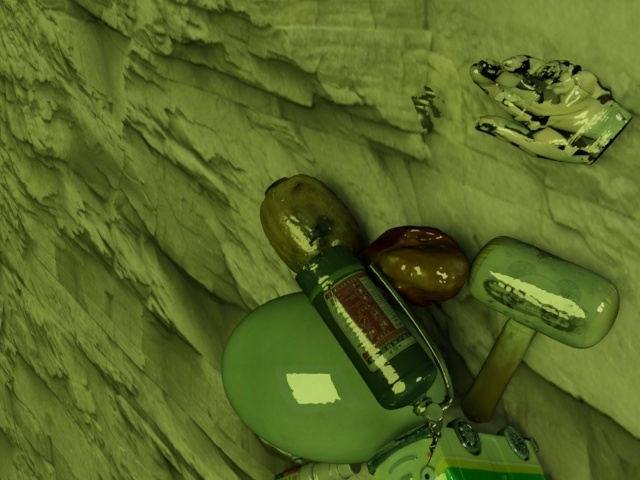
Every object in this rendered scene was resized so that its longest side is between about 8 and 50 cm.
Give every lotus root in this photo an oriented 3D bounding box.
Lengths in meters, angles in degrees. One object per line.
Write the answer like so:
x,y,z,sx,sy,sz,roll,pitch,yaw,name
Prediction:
-0.001,0.000,0.916,0.278,0.154,0.154,51,120,10,lotus root

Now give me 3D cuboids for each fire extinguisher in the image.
0.082,0.140,0.668,0.294,0.118,0.093,54,161,22,fire extinguisher

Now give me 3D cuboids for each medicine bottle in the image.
-0.015,0.467,1.027,0.220,0.061,0.092,-34,57,31,medicine bottle

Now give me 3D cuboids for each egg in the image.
0.016,0.221,0.841,0.389,0.276,0.276,0,95,22,egg

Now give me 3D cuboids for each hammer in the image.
0.291,0.159,0.761,0.202,0.113,0.305,30,116,31,hammer

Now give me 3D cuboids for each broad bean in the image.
0.143,0.035,0.782,0.156,0.228,0.122,17,87,-2,broad bean

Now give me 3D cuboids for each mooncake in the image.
0.252,-0.322,0.757,0.347,0.057,0.150,-37,62,34,mooncake

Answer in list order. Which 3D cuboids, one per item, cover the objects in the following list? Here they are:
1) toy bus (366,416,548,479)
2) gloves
0.214,0.357,0.708,0.133,0.276,0.165,-46,41,28,toy bus
0.308,-0.193,0.706,0.212,0.111,0.127,42,141,20,gloves
